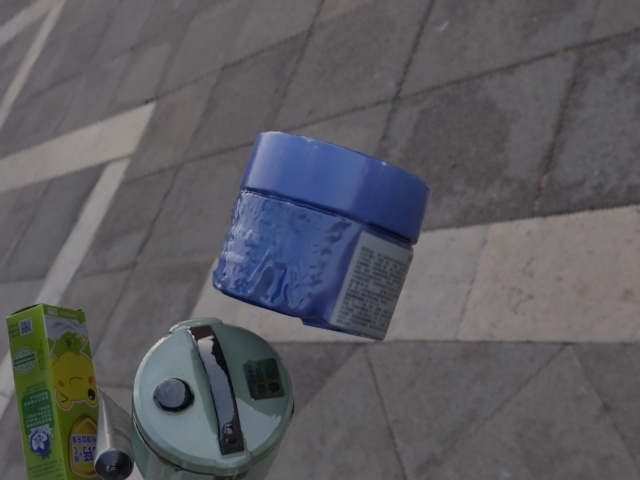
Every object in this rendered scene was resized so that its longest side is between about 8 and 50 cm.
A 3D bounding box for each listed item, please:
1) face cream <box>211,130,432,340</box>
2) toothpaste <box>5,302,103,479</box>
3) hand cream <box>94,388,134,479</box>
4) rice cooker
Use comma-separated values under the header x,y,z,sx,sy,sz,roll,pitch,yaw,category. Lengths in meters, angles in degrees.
x,y,z,sx,sy,sz,roll,pitch,yaw,category
0.000,0.000,1.304,0.249,0.249,0.225,9,81,58,face cream
-0.403,0.260,1.534,0.077,0.110,0.327,-19,72,18,toothpaste
-0.298,0.288,1.449,0.054,0.087,0.186,-41,22,8,hand cream
-0.148,0.234,1.350,0.244,0.226,0.226,102,178,-55,rice cooker
